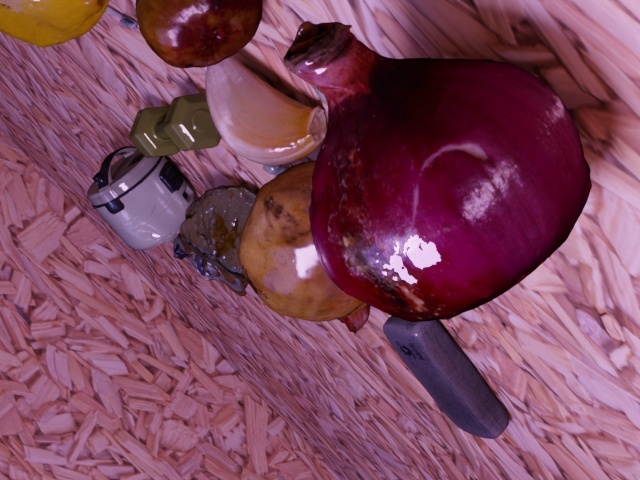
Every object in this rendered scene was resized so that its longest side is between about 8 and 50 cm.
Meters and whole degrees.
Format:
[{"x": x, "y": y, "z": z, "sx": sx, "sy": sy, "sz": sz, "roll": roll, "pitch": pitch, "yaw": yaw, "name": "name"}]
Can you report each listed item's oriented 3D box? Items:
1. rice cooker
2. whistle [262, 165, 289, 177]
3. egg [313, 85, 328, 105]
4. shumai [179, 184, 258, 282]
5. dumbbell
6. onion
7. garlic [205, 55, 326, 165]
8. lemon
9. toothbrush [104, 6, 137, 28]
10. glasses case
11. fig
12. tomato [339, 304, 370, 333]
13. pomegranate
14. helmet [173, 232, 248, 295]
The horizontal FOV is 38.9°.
[{"x": -0.438, "y": -0.115, "z": 2.222, "sx": 0.244, "sy": 0.226, "sz": 0.226, "roll": 51, "pitch": 159, "yaw": -21, "name": "rice cooker"}, {"x": -0.090, "y": -0.142, "z": 1.748, "sx": 0.100, "sy": 0.035, "sz": 0.035, "roll": 41, "pitch": 160, "yaw": 15, "name": "whistle"}, {"x": 0.034, "y": -0.224, "z": 1.279, "sx": 0.085, "sy": 0.085, "sz": 0.110, "roll": 25, "pitch": 168, "yaw": 42, "name": "egg"}, {"x": -0.160, "y": -0.006, "z": 2.002, "sx": 0.256, "sy": 0.189, "sz": 0.218, "roll": 34, "pitch": 179, "yaw": 24, "name": "shumai"}, {"x": -0.296, "y": -0.232, "z": 1.859, "sx": 0.108, "sy": 0.121, "sz": 0.302, "roll": 22, "pitch": 172, "yaw": -28, "name": "dumbbell"}, {"x": 0.104, "y": -0.096, "z": 1.033, "sx": 0.385, "sy": 0.348, "sz": 0.348, "roll": 47, "pitch": 160, "yaw": -11, "name": "onion"}, {"x": -0.101, "y": -0.223, "z": 1.516, "sx": 0.245, "sy": 0.145, "sz": 0.164, "roll": 43, "pitch": 128, "yaw": 9, "name": "garlic"}, {"x": -0.504, "y": -0.474, "z": 1.594, "sx": 0.284, "sy": 0.260, "sz": 0.260, "roll": 46, "pitch": 160, "yaw": 0, "name": "lemon"}, {"x": -0.452, "y": -0.475, "z": 1.812, "sx": 0.263, "sy": 0.026, "sz": 0.022, "roll": 34, "pitch": 126, "yaw": 30, "name": "toothbrush"}, {"x": 0.254, "y": 0.270, "z": 1.832, "sx": 0.323, "sy": 0.074, "sz": 0.131, "roll": 52, "pitch": 157, "yaw": -19, "name": "glasses case"}, {"x": -0.204, "y": -0.395, "z": 1.303, "sx": 0.290, "sy": 0.190, "sz": 0.190, "roll": 63, "pitch": 158, "yaw": -2, "name": "fig"}, {"x": 0.026, "y": 0.082, "z": 1.876, "sx": 0.228, "sy": 0.101, "sz": 0.228, "roll": 44, "pitch": 167, "yaw": 12, "name": "tomato"}, {"x": 0.000, "y": 0.000, "z": 1.531, "sx": 0.281, "sy": 0.281, "sz": 0.281, "roll": 38, "pitch": 159, "yaw": 18, "name": "pomegranate"}, {"x": -0.253, "y": 0.029, "z": 2.256, "sx": 0.224, "sy": 0.130, "sz": 0.198, "roll": 34, "pitch": 167, "yaw": -13, "name": "helmet"}]
